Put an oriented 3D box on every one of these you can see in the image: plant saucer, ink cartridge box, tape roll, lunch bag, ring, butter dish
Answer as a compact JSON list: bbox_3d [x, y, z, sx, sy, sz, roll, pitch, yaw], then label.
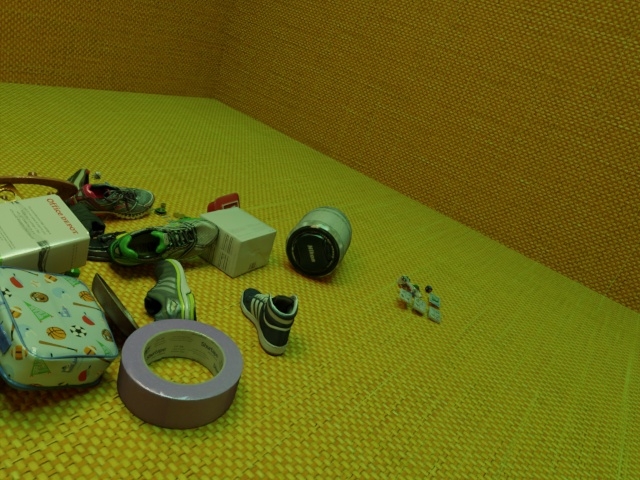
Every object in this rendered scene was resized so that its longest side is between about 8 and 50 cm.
[{"bbox_3d":[-0.512,0.170,1.209,0.036,0.199,0.198,-36,49,-19],"label":"plant saucer"},{"bbox_3d":[-0.760,0.003,1.218,0.198,0.115,0.272,42,37,22],"label":"ink cartridge box"},{"bbox_3d":[-0.325,0.302,1.135,0.274,0.090,0.275,16,23,-7],"label":"tape roll"},{"bbox_3d":[-0.600,0.183,1.051,0.303,0.115,0.243,44,13,29],"label":"lunch bag"},{"bbox_3d":[-0.932,-0.158,1.494,0.336,0.032,0.336,-10,-7,-1],"label":"ring"},{"bbox_3d":[-0.397,-0.101,1.916,0.118,0.160,0.160,4,16,27],"label":"butter dish"}]

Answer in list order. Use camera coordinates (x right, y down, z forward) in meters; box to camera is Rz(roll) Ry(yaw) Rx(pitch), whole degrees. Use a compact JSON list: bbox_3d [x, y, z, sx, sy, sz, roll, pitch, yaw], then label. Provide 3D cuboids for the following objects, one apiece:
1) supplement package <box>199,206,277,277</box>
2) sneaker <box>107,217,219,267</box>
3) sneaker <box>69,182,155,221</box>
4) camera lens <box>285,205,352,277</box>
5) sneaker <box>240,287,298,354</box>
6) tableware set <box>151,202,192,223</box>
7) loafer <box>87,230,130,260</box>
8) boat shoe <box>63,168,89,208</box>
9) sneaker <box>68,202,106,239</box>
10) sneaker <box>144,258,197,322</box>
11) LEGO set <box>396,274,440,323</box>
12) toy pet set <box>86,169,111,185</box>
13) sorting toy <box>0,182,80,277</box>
[{"bbox_3d":[-0.304,0.001,1.722,0.203,0.149,0.194,30,26,25],"label":"supplement package"},{"bbox_3d":[-0.470,0.010,1.514,0.343,0.134,0.146,-18,5,-35],"label":"sneaker"},{"bbox_3d":[-0.720,-0.145,1.730,0.299,0.112,0.121,-12,69,-54],"label":"sneaker"},{"bbox_3d":[0.000,0.000,1.861,0.219,0.220,0.274,21,24,6],"label":"camera lens"},{"bbox_3d":[-0.151,0.187,1.429,0.099,0.153,0.282,5,27,-31],"label":"sneaker"},{"bbox_3d":[-0.583,-0.107,1.908,0.154,0.024,0.104,30,26,25],"label":"tableware set"},{"bbox_3d":[-0.614,-0.002,1.568,0.302,0.095,0.109,-2,31,-40],"label":"loafer"},{"bbox_3d":[-0.915,-0.200,1.781,0.095,0.095,0.257,4,28,-18],"label":"boat shoe"},{"bbox_3d":[-0.783,-0.029,1.503,0.130,0.109,0.286,31,29,4],"label":"sneaker"},{"bbox_3d":[-0.440,0.146,1.371,0.121,0.111,0.300,-5,28,-29],"label":"sneaker"},{"bbox_3d":[0.382,0.225,1.904,0.182,0.060,0.244,32,25,-1],"label":"LEGO set"},{"bbox_3d":[-0.819,-0.192,1.818,0.065,0.122,0.114,-7,-19,6],"label":"toy pet set"},{"bbox_3d":[-0.802,-0.006,1.360,0.195,0.047,0.348,-20,75,-43],"label":"sorting toy"}]
